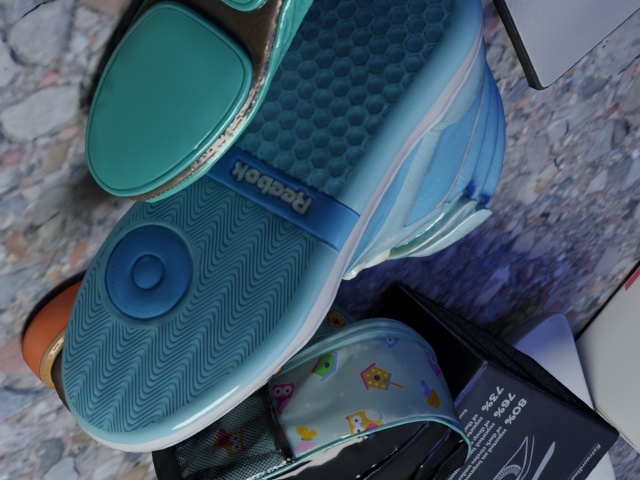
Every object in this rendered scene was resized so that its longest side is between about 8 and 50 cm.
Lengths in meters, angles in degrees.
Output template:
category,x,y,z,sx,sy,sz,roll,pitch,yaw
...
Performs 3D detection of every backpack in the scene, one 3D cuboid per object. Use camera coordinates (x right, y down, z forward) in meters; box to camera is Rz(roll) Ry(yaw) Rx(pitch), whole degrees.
category,x,y,z,sx,sy,sz,roll,pitch,yaw
backpack,-0.004,0.121,1.278,0.188,0.144,0.166,-20,153,13

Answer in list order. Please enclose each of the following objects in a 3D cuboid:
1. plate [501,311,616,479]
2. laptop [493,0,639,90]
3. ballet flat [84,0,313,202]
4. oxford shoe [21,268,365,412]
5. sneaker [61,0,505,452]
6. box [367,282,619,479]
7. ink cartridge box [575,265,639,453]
category,x,y,z,sx,sy,sz,roll,pitch,yaw
plate,0.112,0.209,1.621,0.277,0.045,0.278,-38,139,-12
laptop,0.302,-0.233,1.086,0.408,0.236,0.382,-41,152,-2
ballet flat,-0.036,-0.120,0.985,0.087,0.083,0.247,-28,154,-53
oxford shoe,-0.040,0.044,1.185,0.271,0.098,0.097,-27,149,-27
sneaker,0.000,0.000,1.106,0.319,0.127,0.208,-51,157,-2
box,0.096,0.145,1.438,0.153,0.108,0.207,-53,140,5
ink cartridge box,0.370,0.075,1.733,0.283,0.117,0.207,5,127,-54
